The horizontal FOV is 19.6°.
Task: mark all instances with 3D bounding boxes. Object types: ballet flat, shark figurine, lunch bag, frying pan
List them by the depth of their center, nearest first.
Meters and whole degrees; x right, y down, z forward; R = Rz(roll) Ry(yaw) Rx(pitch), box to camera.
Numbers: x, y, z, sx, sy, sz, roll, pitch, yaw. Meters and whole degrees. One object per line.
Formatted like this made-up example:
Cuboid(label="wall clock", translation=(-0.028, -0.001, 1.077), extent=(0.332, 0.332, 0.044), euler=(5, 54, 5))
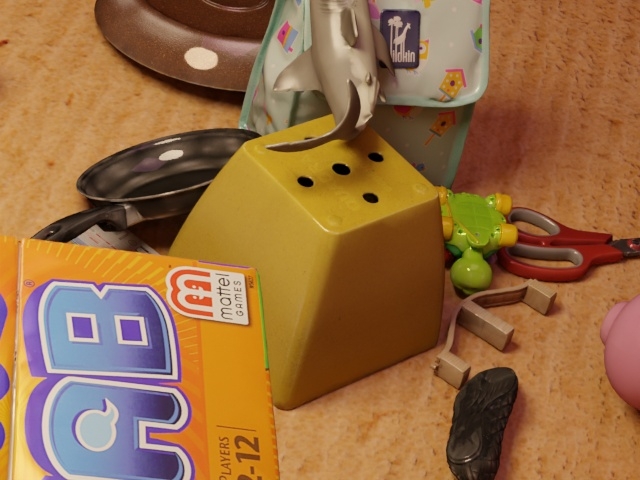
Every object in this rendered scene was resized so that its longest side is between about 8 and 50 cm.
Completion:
Cuboid(label="ballet flat", translation=(0.154, 0.177, 1.766), extent=(0.057, 0.049, 0.173), euler=(-7, 29, 24))
Cuboid(label="shark figurine", translation=(0.002, -0.153, 1.781), extent=(0.116, 0.166, 0.278), euler=(-14, 47, 15))
Cuboid(label="frying pan", translation=(-0.157, -0.044, 1.815), extent=(0.197, 0.053, 0.326), euler=(-9, 21, 10))
Cuboid(label="lunch bag", translation=(0.052, -0.178, 1.959), extent=(0.223, 0.262, 0.160), euler=(0, 42, -21))

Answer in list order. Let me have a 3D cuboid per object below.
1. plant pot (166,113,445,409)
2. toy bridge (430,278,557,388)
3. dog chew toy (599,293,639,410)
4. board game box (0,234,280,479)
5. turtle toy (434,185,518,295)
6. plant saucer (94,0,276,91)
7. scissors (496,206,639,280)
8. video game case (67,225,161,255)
Cuboid(label="plant pot", translation=(0.000, 0.000, 1.793), extent=(0.212, 0.187, 0.212), euler=(-20, 52, -37))
Cuboid(label="toy bridge", translation=(0.166, 0.086, 1.878), extent=(0.063, 0.026, 0.188), euler=(33, 42, 22))
Cuboid(label="dog chew toy", translation=(0.417, 0.151, 1.768), extent=(0.331, 0.207, 0.206), euler=(29, 40, 26))
Cuboid(label="board game box", translation=(-0.240, 0.243, 1.290), extent=(0.356, 0.356, 0.357), euler=(7, 40, -13))
Cuboid(label="turtle toy", translation=(0.155, 0.000, 1.943), extent=(0.095, 0.066, 0.130), euler=(7, 41, -9))
Cuboid(label="plant saucer", translation=(-0.106, -0.269, 2.144), extent=(0.310, 0.050, 0.311), euler=(7, 33, -5))
Cuboid(label="scissors", translation=(0.330, 0.015, 2.028), extent=(0.297, 0.021, 0.109), euler=(7, 38, -13))
Cuboid(label="video game case", translation=(-0.225, 0.022, 1.824), extent=(0.087, 0.011, 0.122), euler=(37, 43, 21))
